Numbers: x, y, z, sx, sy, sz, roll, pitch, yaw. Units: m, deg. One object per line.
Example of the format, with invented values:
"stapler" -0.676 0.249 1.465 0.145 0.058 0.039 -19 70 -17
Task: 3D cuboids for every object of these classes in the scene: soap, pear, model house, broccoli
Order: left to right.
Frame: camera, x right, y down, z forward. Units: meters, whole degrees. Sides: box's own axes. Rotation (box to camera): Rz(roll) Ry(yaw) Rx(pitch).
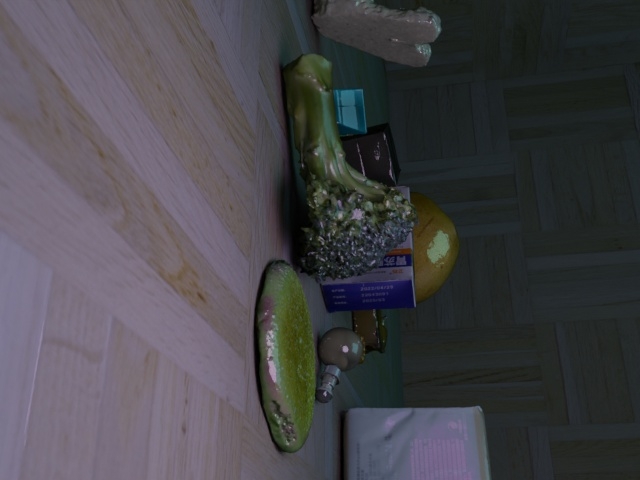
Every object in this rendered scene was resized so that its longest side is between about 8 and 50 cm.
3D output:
"broccoli" 0.030 -0.119 1.391 0.353 0.274 0.397 102 -30 -58
"model house" 0.035 -0.275 1.594 0.149 0.127 0.101 -38 122 -82
"soap" 0.143 0.254 2.112 0.233 0.076 0.135 48 37 -72
"pear" 0.207 0.026 1.950 0.314 0.314 0.314 -5 90 -80

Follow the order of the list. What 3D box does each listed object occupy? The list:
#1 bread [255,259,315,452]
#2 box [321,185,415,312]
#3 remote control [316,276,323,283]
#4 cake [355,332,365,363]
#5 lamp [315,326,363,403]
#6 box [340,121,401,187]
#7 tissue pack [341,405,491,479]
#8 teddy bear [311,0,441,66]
"bread" -0.046 0.177 1.159 0.301 0.045 0.301 -5 90 -81
"box" 0.113 0.015 1.687 0.106 0.200 0.299 77 13 -46
"remote control" 0.000 0.000 1.564 0.050 0.027 0.184 64 28 -61
"cake" 0.087 0.274 1.866 0.084 0.044 0.084 -5 90 -79
"lamp" 0.028 0.251 1.459 0.091 0.091 0.163 76 29 -44
"box" 0.125 -0.220 1.994 0.231 0.155 0.149 -58 134 -72
"tissue pack" 0.214 0.589 1.621 0.205 0.331 0.405 78 11 -56
"teddy bear" 0.127 -0.660 1.788 0.327 0.375 0.362 97 5 -76
